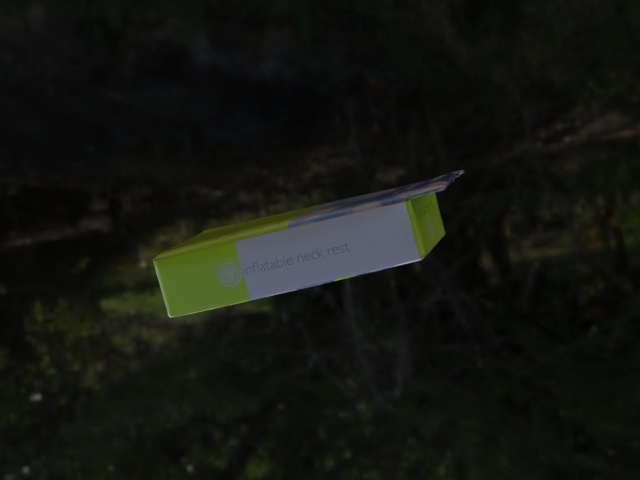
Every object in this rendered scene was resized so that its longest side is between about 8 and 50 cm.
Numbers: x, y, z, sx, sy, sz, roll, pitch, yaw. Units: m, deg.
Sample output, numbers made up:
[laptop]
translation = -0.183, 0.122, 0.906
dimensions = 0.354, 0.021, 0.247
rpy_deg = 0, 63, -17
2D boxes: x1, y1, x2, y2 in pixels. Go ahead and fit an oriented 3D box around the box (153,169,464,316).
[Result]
[box]
translation = 0.000, 0.000, 0.888
dimensions = 0.178, 0.042, 0.109
rpy_deg = -13, -174, 13
